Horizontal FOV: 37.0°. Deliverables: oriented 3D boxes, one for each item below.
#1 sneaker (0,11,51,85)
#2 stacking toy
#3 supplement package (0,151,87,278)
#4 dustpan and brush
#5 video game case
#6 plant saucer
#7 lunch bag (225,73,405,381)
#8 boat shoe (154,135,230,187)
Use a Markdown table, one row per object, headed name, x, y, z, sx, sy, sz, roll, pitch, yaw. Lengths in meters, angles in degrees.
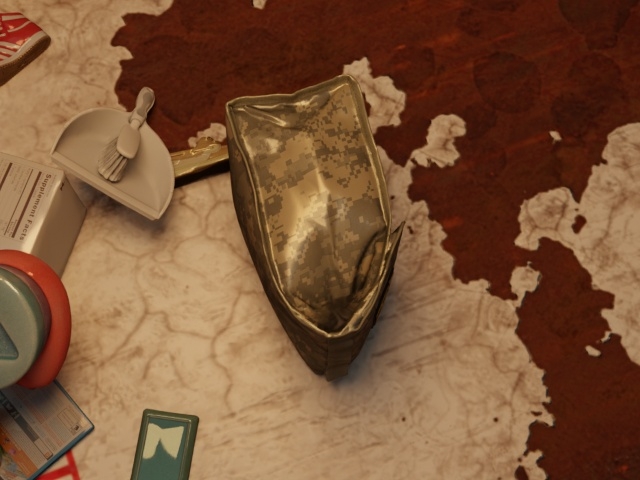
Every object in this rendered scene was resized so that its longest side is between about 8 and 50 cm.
| name | x | y | z | sx | sy | sz | roll | pitch | yaw |
| --- | --- | --- | --- | --- | --- | --- | --- | --- | --- |
| sneaker | -0.412 | -0.245 | 1.225 | 0.067 | 0.042 | 0.118 | 44 | 68 | 7 |
| stacking toy | -0.436 | 0.112 | 0.986 | 0.308 | 0.130 | 0.280 | 21 | 105 | 2 |
| supplement package | -0.419 | -0.033 | 1.108 | 0.244 | 0.139 | 0.134 | 17 | 73 | 4 |
| dustpan and brush | -0.232 | -0.127 | 1.155 | 0.147 | 0.211 | 0.060 | 32 | 113 | -19 |
| video game case | -0.361 | 0.226 | 1.096 | 0.166 | 0.015 | 0.119 | -41 | 79 | -13 |
| plant saucer | -0.187 | 0.289 | 1.082 | 0.067 | 0.018 | 0.192 | 8 | 72 | 0 |
| lunch bag | 0.000 | 0.000 | 1.065 | 0.168 | 0.235 | 0.287 | -13 | 74 | -6 |
| boat shoe | -0.143 | -0.106 | 1.189 | 0.135 | 0.050 | 0.045 | -18 | 78 | -7 |
